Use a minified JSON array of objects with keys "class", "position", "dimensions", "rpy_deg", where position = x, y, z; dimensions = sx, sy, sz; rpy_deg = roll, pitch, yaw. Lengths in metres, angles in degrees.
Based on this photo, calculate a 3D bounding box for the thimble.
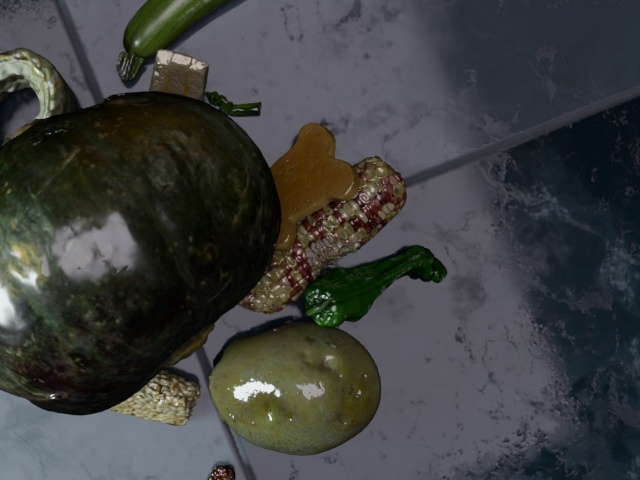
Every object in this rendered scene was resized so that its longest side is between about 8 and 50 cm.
[{"class":"thimble","position":[-0.417,-0.160,1.559],"dimensions":[0.137,0.143,0.190],"rpy_deg":[38,86,-5]}]

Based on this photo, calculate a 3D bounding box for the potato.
[{"class":"potato","position":[-0.035,0.201,1.592],"dimensions":[0.235,0.160,0.177],"rpy_deg":[8,71,4]}]

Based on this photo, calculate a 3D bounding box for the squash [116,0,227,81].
[{"class":"squash","position":[-0.169,-0.344,1.622],"dimensions":[0.318,0.071,0.080],"rpy_deg":[-38,94,-5]}]

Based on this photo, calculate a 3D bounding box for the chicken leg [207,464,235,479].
[{"class":"chicken leg","position":[-0.140,0.388,1.634],"dimensions":[0.062,0.037,0.145],"rpy_deg":[-2,89,16]}]

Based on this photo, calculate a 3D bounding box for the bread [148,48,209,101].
[{"class":"bread","position":[-0.199,-0.187,1.581],"dimensions":[0.077,0.152,0.105],"rpy_deg":[13,83,-5]}]

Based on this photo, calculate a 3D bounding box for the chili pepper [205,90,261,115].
[{"class":"chili pepper","position":[-0.125,-0.192,1.652],"dimensions":[0.083,0.022,0.027],"rpy_deg":[14,121,-6]}]

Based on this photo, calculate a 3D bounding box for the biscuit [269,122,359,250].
[{"class":"biscuit","position":[-0.060,-0.056,1.611],"dimensions":[0.240,0.035,0.158],"rpy_deg":[-33,54,15]}]

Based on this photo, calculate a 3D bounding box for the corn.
[{"class":"corn","position":[0.000,0.000,1.621],"dimensions":[0.290,0.098,0.098],"rpy_deg":[-43,93,-5]}]

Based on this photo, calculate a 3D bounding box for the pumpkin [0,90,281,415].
[{"class":"pumpkin","position":[-0.265,0.006,1.420],"dimensions":[0.454,0.454,0.344],"rpy_deg":[-37,89,-5]}]

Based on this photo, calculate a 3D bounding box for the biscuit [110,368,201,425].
[{"class":"biscuit","position":[-0.251,0.204,1.605],"dimensions":[0.169,0.082,0.070],"rpy_deg":[18,62,-5]}]

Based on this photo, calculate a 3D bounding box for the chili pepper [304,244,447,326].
[{"class":"chili pepper","position":[0.069,0.060,1.598],"dimensions":[0.257,0.100,0.074],"rpy_deg":[-24,115,-34]}]
